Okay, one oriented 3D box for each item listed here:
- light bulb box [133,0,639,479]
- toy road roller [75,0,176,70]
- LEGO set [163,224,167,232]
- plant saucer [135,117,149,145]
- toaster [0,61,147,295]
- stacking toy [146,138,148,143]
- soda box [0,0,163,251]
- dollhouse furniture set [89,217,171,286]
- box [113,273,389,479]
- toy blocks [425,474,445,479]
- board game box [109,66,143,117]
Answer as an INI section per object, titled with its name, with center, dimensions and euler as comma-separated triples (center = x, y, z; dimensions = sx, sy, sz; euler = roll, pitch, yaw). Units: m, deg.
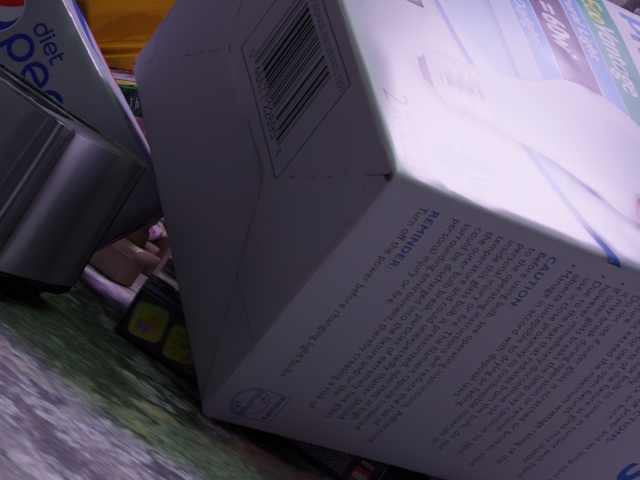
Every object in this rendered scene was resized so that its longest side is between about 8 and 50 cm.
[light bulb box]
center = 0.093, -0.033, 1.227
dimensions = 0.361, 0.225, 0.358
euler = 19, 37, -32
[toy road roller]
center = -0.249, -0.229, 2.154
dimensions = 0.202, 0.241, 0.329
euler = -7, 14, -20
[LEGO set]
center = -0.204, -0.095, 1.823
dimensions = 0.244, 0.060, 0.182
euler = 59, -19, -23
[plant saucer]
center = -0.094, -0.084, 2.016
dimensions = 0.332, 0.332, 0.084
euler = 32, 42, -50
[toaster]
center = -0.206, -0.047, 1.036
dimensions = 0.185, 0.110, 0.168
euler = 35, 3, 14
[stacking toy]
center = -0.061, -0.035, 1.659
dimensions = 0.167, 0.052, 0.221
euler = 3, -46, 17
[soda box]
center = -0.216, -0.130, 1.331
dimensions = 0.286, 0.098, 0.091
euler = 62, 1, 2
[dollhouse furniture set]
center = -0.147, -0.063, 1.568
dimensions = 0.355, 0.174, 0.303
euler = 35, 1, 23
[box]
center = -0.046, 0.099, 1.218
dimensions = 0.207, 0.036, 0.114
euler = 34, 2, -4
[toy blocks]
center = 0.117, 0.139, 1.470
dimensions = 0.261, 0.191, 0.381
euler = 46, 4, 7
[board game box]
center = -0.129, -0.125, 1.533
dimensions = 0.259, 0.030, 0.136
euler = 10, 14, 16
